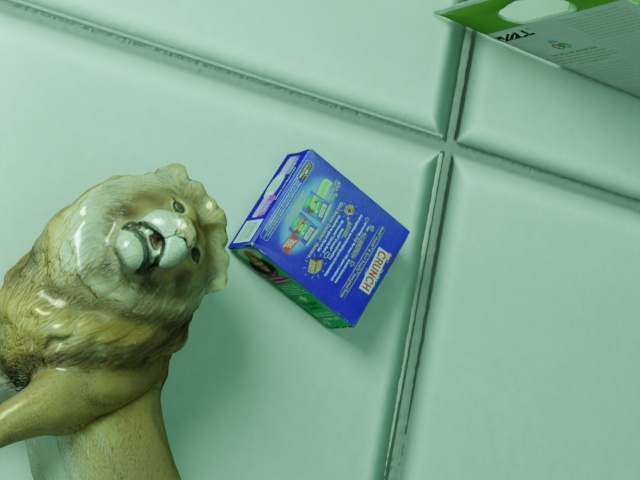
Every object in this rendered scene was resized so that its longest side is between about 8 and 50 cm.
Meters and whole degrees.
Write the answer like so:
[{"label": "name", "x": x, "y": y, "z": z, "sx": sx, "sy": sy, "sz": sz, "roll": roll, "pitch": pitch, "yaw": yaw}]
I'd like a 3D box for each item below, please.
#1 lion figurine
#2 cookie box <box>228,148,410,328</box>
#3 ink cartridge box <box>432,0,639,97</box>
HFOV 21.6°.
[{"label": "lion figurine", "x": -0.143, "y": 0.158, "z": 1.132, "sx": 0.240, "sy": 0.142, "sz": 0.392, "roll": -23, "pitch": 113, "yaw": -36}, {"label": "cookie box", "x": 0.000, "y": 0.000, "z": 1.256, "sx": 0.107, "sy": 0.040, "sz": 0.092, "roll": 40, "pitch": 69, "yaw": -22}, {"label": "ink cartridge box", "x": 0.250, "y": -0.193, "z": 1.324, "sx": 0.255, "sy": 0.189, "sz": 0.097, "roll": 18, "pitch": 80, "yaw": -27}]
